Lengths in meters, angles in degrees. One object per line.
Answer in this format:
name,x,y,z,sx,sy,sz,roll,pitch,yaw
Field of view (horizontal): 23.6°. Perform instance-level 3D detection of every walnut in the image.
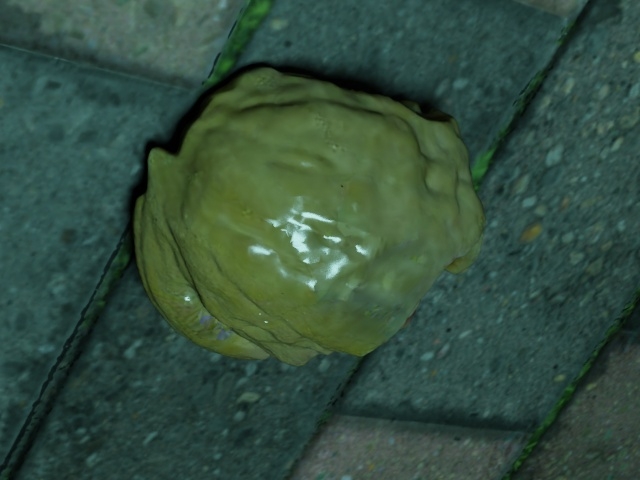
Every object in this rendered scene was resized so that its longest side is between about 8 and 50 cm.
walnut,0.001,-0.010,1.001,0.238,0.141,0.204,-30,133,-10
